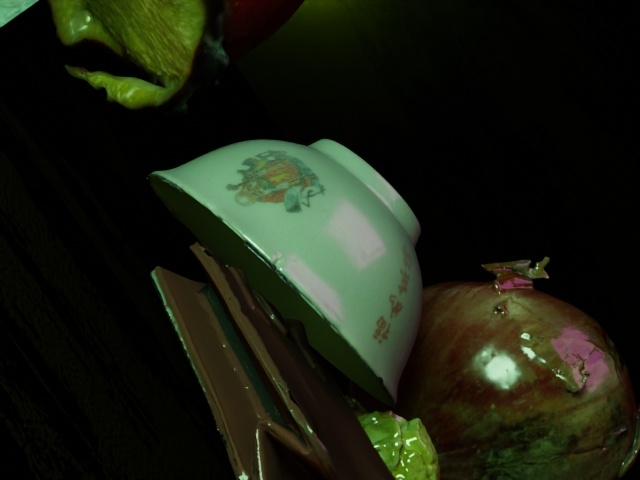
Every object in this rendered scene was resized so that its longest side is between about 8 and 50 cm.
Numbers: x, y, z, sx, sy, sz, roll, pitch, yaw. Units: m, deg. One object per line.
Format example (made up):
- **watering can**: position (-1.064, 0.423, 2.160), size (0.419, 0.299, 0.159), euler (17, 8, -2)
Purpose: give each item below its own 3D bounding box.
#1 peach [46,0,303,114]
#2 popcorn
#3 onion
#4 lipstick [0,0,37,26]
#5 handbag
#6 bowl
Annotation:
- **peach**: position (-0.170, -0.323, 1.324), size (0.339, 0.353, 0.416), euler (49, 16, -28)
- **popcorn**: position (0.061, 0.223, 1.333), size (0.106, 0.116, 0.120), euler (87, -15, -47)
- **onion**: position (0.193, 0.194, 1.538), size (0.353, 0.354, 0.353), euler (56, 5, -8)
- **lipstick**: position (-0.356, -0.338, 1.176), size (0.317, 0.066, 0.068), euler (54, 5, -24)
- **handbag**: position (-0.028, 0.155, 1.180), size (0.260, 0.084, 0.275), euler (48, 9, -48)
- **bowl**: position (0.000, 0.000, 1.364), size (0.345, 0.157, 0.345), euler (43, -9, 8)
